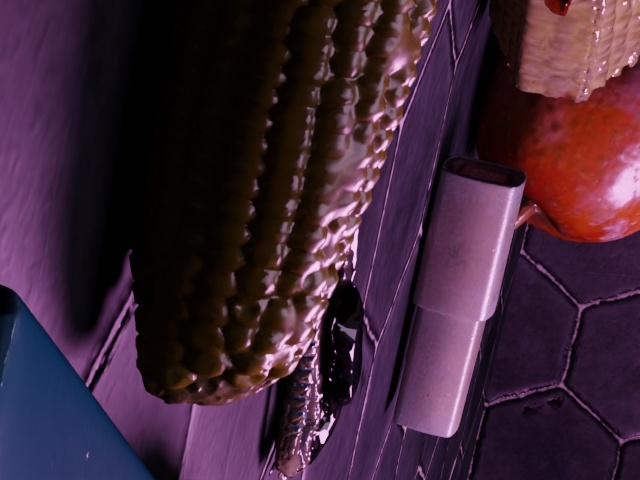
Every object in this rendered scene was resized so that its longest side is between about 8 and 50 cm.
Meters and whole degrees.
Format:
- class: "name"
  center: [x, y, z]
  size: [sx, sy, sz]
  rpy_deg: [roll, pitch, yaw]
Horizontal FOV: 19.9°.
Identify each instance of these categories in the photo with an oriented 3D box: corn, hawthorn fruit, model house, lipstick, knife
- class: "corn"
  center: [-0.014, -0.061, 0.672]
  size: [0.097, 0.097, 0.261]
  rpy_deg: [-42, 149, -73]
- class: "hawthorn fruit"
  center: [0.273, -0.105, 1.837]
  size: [0.231, 0.235, 0.263]
  rpy_deg: [-49, 151, -66]
- class: "model house"
  center: [0.230, -0.255, 1.615]
  size: [0.196, 0.160, 0.254]
  rpy_deg: [91, 18, -52]
- class: "lipstick"
  center: [0.125, 0.053, 1.686]
  size: [0.079, 0.077, 0.252]
  rpy_deg: [-50, 152, -69]
- class: "knife"
  center: [0.006, 0.001, 1.033]
  size: [0.089, 0.043, 0.365]
  rpy_deg: [-67, 167, -47]

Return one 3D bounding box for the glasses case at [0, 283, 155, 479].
- class: "glasses case"
  center: [-0.096, 0.111, 0.548]
  size: [0.301, 0.070, 0.117]
  rpy_deg: [74, 24, -68]
